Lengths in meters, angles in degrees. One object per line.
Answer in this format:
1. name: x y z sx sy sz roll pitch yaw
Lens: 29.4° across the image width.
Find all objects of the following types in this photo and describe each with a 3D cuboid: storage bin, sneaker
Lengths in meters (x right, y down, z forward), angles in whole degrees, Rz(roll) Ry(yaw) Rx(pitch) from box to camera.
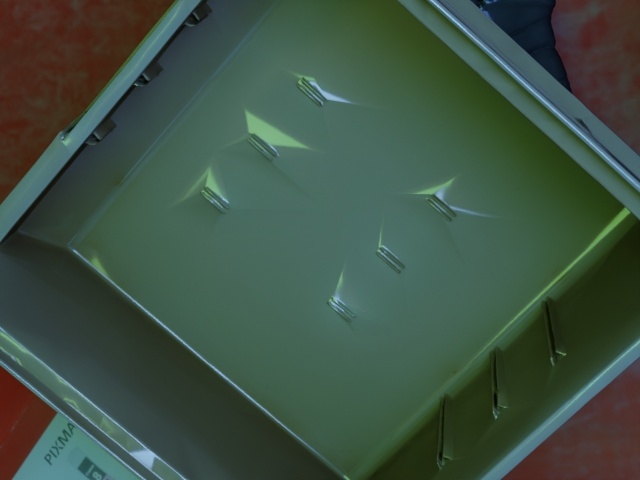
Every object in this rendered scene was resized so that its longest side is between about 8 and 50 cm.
1. storage bin: 0.000 0.000 0.594 0.260 0.123 0.262 41 109 -8
2. sneaker: 0.010 -0.040 0.687 0.286 0.109 0.130 -19 96 20

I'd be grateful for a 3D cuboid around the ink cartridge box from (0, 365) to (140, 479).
1. ink cartridge box: -0.174 0.173 0.721 0.232 0.066 0.189 31 102 -18
